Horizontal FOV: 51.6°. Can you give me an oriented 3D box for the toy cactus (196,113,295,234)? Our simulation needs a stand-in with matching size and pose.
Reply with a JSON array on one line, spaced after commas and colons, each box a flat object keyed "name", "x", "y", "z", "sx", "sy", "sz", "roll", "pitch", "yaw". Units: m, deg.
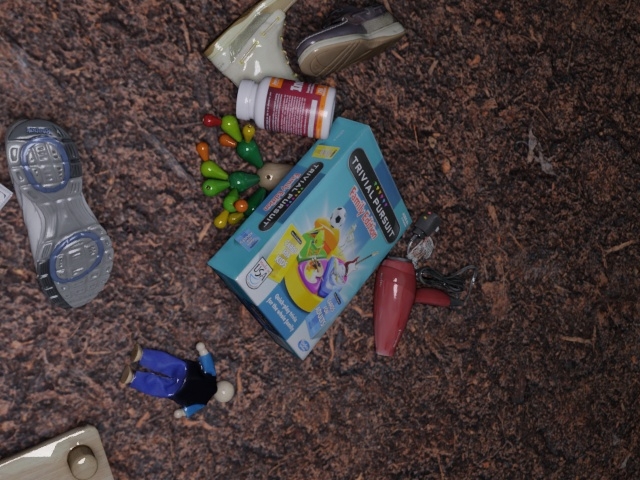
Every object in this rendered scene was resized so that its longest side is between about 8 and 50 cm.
[{"name": "toy cactus", "x": -0.114, "y": -0.108, "z": 1.116, "sx": 0.180, "sy": 0.112, "sz": 0.219, "roll": -13, "pitch": 90, "yaw": -37}]

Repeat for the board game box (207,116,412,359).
[{"name": "board game box", "x": 0.000, "y": 0.000, "z": 1.131, "sx": 0.336, "sy": 0.079, "sz": 0.254, "roll": -50, "pitch": 138, "yaw": -17}]

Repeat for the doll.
[{"name": "doll", "x": -0.224, "y": 0.227, "z": 1.093, "sx": 0.189, "sy": 0.046, "sz": 0.129, "roll": 26, "pitch": 81, "yaw": -26}]

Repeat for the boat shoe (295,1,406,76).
[{"name": "boat shoe", "x": 0.044, "y": -0.362, "z": 1.164, "sx": 0.285, "sy": 0.103, "sz": 0.092, "roll": -31, "pitch": 87, "yaw": -43}]

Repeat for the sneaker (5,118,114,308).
[{"name": "sneaker", "x": -0.382, "y": -0.041, "z": 0.964, "sx": 0.111, "sy": 0.129, "sz": 0.297, "roll": -17, "pitch": 119, "yaw": -29}]

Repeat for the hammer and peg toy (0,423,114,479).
[{"name": "hammer and peg toy", "x": -0.459, "y": 0.438, "z": 0.929, "sx": 0.361, "sy": 0.127, "sz": 0.266, "roll": -18, "pitch": 101, "yaw": -27}]

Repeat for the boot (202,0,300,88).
[{"name": "boot", "x": -0.072, "y": -0.325, "z": 1.131, "sx": 0.213, "sy": 0.077, "sz": 0.165, "roll": -44, "pitch": 110, "yaw": -12}]

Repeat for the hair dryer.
[{"name": "hair dryer", "x": 0.199, "y": 0.107, "z": 1.297, "sx": 0.293, "sy": 0.080, "sz": 0.224, "roll": -46, "pitch": 112, "yaw": -19}]

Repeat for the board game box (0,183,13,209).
[{"name": "board game box", "x": -0.591, "y": -0.001, "z": 0.879, "sx": 0.193, "sy": 0.053, "sz": 0.305, "roll": 40, "pitch": 74, "yaw": -23}]

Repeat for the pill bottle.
[{"name": "pill bottle", "x": -0.055, "y": -0.216, "z": 1.065, "sx": 0.152, "sy": 0.086, "sz": 0.086, "roll": 10, "pitch": 87, "yaw": 2}]
